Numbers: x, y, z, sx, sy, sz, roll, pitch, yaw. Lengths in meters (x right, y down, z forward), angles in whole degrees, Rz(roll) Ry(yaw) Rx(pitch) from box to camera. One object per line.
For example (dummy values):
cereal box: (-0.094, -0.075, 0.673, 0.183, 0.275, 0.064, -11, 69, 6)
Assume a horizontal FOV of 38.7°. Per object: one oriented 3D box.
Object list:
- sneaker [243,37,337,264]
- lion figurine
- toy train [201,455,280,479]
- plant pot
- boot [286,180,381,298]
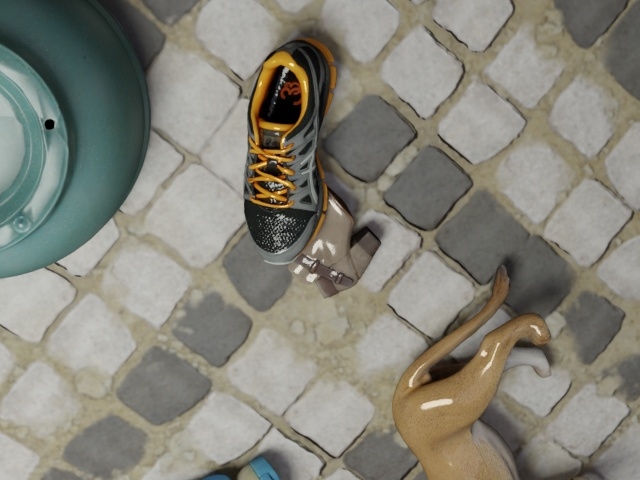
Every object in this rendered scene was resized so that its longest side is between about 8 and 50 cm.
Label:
sneaker: (-0.039, -0.082, 0.847, 0.084, 0.083, 0.215, 7, 100, 15)
lion figurine: (0.163, 0.243, 0.976, 0.240, 0.142, 0.392, -21, 94, 3)
toy train: (-0.078, 0.359, 0.971, 0.143, 0.105, 0.248, -26, 109, -17)
plant pot: (-0.289, -0.091, 0.750, 0.293, 0.196, 0.293, -3, 105, -9)
boot: (0.000, 0.000, 0.913, 0.087, 0.042, 0.118, -41, 101, 10)
